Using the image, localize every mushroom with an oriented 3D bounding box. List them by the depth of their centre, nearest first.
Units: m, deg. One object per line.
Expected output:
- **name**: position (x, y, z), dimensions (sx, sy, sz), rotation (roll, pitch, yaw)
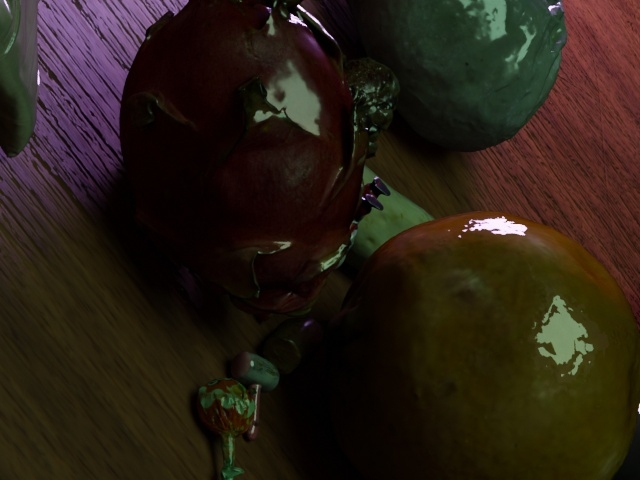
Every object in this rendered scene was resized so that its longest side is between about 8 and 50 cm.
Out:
- **mushroom**: position (0.035, -0.032, 2.067), dimensions (0.312, 0.081, 0.100), rotation (38, 79, -38)

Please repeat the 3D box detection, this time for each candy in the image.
- **candy**: position (-0.081, 0.209, 1.751), dimensions (0.056, 0.049, 0.184), rotation (7, 64, -23)

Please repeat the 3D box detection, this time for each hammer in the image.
- **hammer**: position (-0.063, 0.147, 1.835), dimensions (0.052, 0.031, 0.083), rotation (29, 54, -42)

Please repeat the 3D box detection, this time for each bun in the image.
- **bun**: position (0.169, -0.288, 2.367), dimensions (0.362, 0.211, 0.362), rotation (41, 34, -37)

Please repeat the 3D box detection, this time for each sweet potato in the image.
- **sweet potato**: position (-0.016, 0.096, 1.927), dimensions (0.049, 0.049, 0.117), rotation (63, 29, -1)

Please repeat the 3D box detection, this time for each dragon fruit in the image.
- **dragon fruit**: position (-0.072, -0.090, 1.790), dimensions (0.250, 0.250, 0.315), rotation (-30, 134, -61)

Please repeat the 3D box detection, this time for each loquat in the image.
- **loquat**: position (0.156, 0.128, 1.914), dimensions (0.328, 0.328, 0.328), rotation (38, 38, -38)

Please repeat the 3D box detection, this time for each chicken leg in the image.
- **chicken leg**: position (0.018, -0.136, 2.151), dimensions (0.125, 0.080, 0.196), rotation (42, 42, -16)

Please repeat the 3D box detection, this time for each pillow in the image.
- **pillow**: position (-0.277, -0.226, 1.701), dimensions (0.173, 0.067, 0.270), rotation (77, 9, -51)

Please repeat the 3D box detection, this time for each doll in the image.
- **doll**: position (0.000, 0.000, 1.910), dimensions (0.057, 0.169, 0.109), rotation (33, 37, -11)

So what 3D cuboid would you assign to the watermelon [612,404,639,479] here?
- **watermelon**: position (0.371, 0.336, 2.131), dimensions (0.279, 0.279, 0.359), rotation (29, 45, -46)
